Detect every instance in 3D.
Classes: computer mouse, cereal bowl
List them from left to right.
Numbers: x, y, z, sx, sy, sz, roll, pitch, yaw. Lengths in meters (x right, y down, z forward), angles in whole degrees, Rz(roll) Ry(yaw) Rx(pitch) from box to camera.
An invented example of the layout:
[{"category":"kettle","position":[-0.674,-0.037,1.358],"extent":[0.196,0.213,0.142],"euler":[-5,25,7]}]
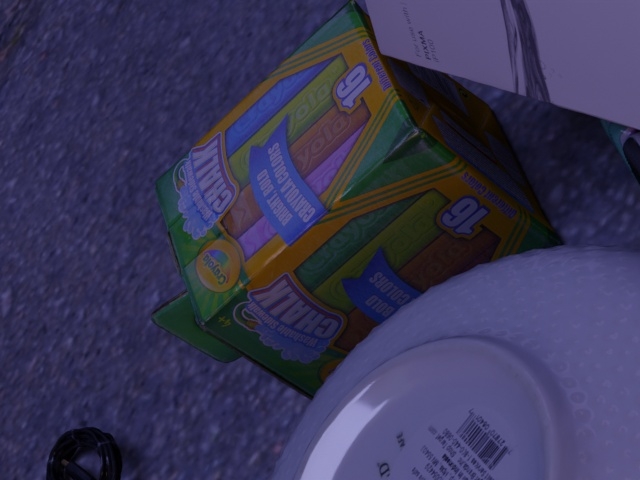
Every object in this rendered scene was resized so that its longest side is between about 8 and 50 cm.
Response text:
[{"category":"computer mouse","position":[-0.107,0.172,1.177],"extent":[0.242,0.041,0.071],"euler":[36,108,57]},{"category":"cereal bowl","position":[0.083,0.145,0.907],"extent":[0.339,0.141,0.339],"euler":[-28,46,33]}]

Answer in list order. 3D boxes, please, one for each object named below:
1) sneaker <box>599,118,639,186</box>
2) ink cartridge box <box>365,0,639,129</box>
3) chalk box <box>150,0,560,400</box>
[{"category":"sneaker","position":[0.189,-0.078,0.995],"extent":[0.098,0.083,0.224],"euler":[-33,37,10]},{"category":"ink cartridge box","position":[0.175,-0.156,0.957],"extent":[0.207,0.117,0.283],"euler":[-34,35,-27]},{"category":"chalk box","position":[0.000,0.000,1.104],"extent":[0.213,0.132,0.132],"euler":[-43,40,18]}]
